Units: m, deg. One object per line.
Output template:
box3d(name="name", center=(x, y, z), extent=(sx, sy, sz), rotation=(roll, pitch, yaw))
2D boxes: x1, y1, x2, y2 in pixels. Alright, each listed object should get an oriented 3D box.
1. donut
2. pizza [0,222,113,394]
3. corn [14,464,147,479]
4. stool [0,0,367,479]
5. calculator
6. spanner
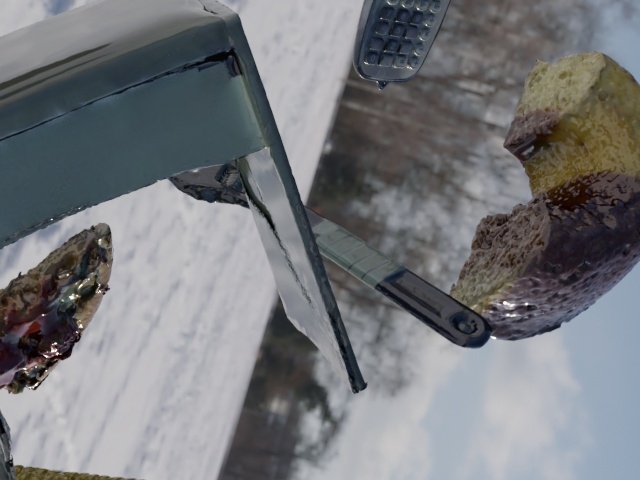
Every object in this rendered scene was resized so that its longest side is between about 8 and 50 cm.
box3d(name="donut", center=(0.225, -0.028, 1.154), extent=(0.112, 0.151, 0.295), rotation=(-38, -157, 57))
box3d(name="pizza", center=(-0.255, 0.087, 1.164), extent=(0.193, 0.053, 0.201), rotation=(-28, 157, -43))
box3d(name="corn", center=(-0.172, 0.224, 1.043), extent=(0.106, 0.305, 0.106), rotation=(9, 90, -80))
box3d(name="stool", center=(-0.140, 0.003, 0.877), extent=(0.170, 0.243, 0.270), rotation=(-134, -157, -67))
box3d(name="calculator", center=(0.125, -0.337, 1.923), extent=(0.177, 0.040, 0.268), rotation=(0, 112, -51))
box3d(name="spanner", center=(0.000, 0.000, 1.095), extent=(0.087, 0.316, 0.024), rotation=(-28, 144, -48))
